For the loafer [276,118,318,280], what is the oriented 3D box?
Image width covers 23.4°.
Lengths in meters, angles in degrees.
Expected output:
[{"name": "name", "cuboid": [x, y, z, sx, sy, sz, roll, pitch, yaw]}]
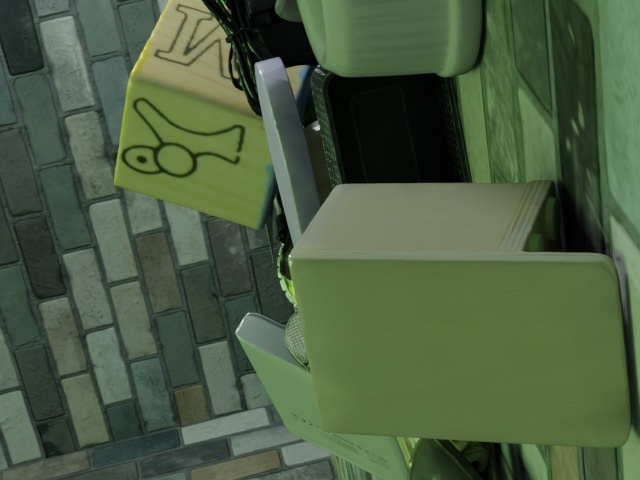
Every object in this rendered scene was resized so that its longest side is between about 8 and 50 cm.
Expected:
[{"name": "loafer", "cuboid": [-0.012, -0.053, 1.920, 0.302, 0.095, 0.109, -66, -14, -48]}]

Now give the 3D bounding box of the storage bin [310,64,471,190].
[{"name": "storage bin", "cuboid": [0.068, -0.090, 1.474, 0.084, 0.122, 0.180, -127, 24, -77]}]

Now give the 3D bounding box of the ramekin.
[{"name": "ramekin", "cuboid": [0.041, -0.262, 1.318, 0.273, 0.127, 0.273, 166, 90, -85]}]

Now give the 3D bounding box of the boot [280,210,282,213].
[{"name": "boot", "cuboid": [0.027, 0.067, 2.233, 0.377, 0.138, 0.284, 119, 137, -77]}]

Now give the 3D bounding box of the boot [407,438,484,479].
[{"name": "boot", "cuboid": [0.156, 0.310, 1.514, 0.208, 0.076, 0.190, 26, 119, 53]}]

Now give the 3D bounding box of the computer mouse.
[{"name": "computer mouse", "cuboid": [-0.020, -0.255, 1.801, 0.272, 0.072, 0.188, -26, -89, -56]}]

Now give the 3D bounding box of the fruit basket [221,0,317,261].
[{"name": "fruit basket", "cuboid": [-0.072, -0.201, 2.282, 0.327, 0.165, 0.353, 83, 179, -49]}]

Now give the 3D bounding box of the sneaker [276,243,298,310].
[{"name": "sneaker", "cuboid": [0.000, 0.000, 2.011, 0.094, 0.081, 0.209, -25, 61, 48]}]

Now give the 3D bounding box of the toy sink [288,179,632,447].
[{"name": "toy sink", "cuboid": [0.115, 0.048, 1.131, 0.131, 0.234, 0.153, -56, -39, -55]}]

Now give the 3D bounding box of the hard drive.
[{"name": "hard drive", "cuboid": [0.023, 0.233, 2.160, 0.047, 0.233, 0.353, -58, -23, -19]}]

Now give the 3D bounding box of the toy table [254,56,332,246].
[{"name": "toy table", "cuboid": [0.035, -0.082, 1.655, 0.274, 0.160, 0.252, 82, 172, -48]}]

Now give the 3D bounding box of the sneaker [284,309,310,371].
[{"name": "sneaker", "cuboid": [0.038, 0.083, 1.604, 0.343, 0.146, 0.134, 165, 116, -66]}]

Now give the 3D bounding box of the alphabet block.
[{"name": "alphabet block", "cuboid": [-0.126, -0.160, 1.901, 0.193, 0.197, 0.192, -71, -1, -47]}]

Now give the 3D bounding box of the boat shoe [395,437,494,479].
[{"name": "boat shoe", "cuboid": [0.144, 0.224, 1.662, 0.098, 0.109, 0.302, -16, 73, 49]}]

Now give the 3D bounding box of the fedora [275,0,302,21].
[{"name": "fedora", "cuboid": [-0.002, -0.316, 1.657, 0.275, 0.124, 0.244, -120, 17, -73]}]
